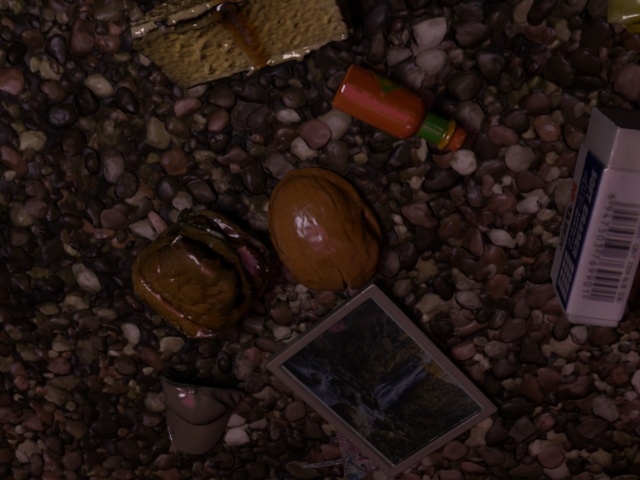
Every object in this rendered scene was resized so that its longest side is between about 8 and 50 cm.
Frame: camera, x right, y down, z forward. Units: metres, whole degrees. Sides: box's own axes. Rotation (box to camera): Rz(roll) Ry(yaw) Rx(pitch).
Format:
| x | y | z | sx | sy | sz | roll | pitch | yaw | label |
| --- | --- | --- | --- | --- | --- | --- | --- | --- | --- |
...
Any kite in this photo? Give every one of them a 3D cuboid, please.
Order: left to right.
| x | y | z | sx | sy | sz | roll | pitch | yaw | label |
| --- | --- | --- | --- | --- | --- | --- | --- | --- | --- |
| 0.038 | 0.391 | 1.250 | 0.153 | 0.005 | 0.137 | -4 | 114 | 9 | kite |

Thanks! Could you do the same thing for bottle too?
| x | y | z | sx | sy | sz | roll | pitch | yaw | label |
| --- | --- | --- | --- | --- | --- | --- | --- | --- | --- |
| 0.112 | -0.175 | 0.961 | 0.187 | 0.069 | 0.069 | 25 | 114 | -6 | bottle |

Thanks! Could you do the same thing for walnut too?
| x | y | z | sx | sy | sz | roll | pitch | yaw | label |
| --- | --- | --- | --- | --- | --- | --- | --- | --- | --- |
| -0.001 | -0.001 | 1.039 | 0.167 | 0.087 | 0.211 | -26 | 108 | 20 | walnut |

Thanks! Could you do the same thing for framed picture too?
| x | y | z | sx | sy | sz | roll | pitch | yaw | label |
| --- | --- | --- | --- | --- | --- | --- | --- | --- | --- |
| 0.103 | 0.239 | 1.153 | 0.240 | 0.020 | 0.324 | -38 | 108 | 18 | framed picture |

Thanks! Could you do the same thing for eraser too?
| x | y | z | sx | sy | sz | roll | pitch | yaw | label |
| --- | --- | --- | --- | --- | --- | --- | --- | --- | --- |
| 0.389 | -0.032 | 0.955 | 0.081 | 0.124 | 0.279 | 7 | 115 | 3 | eraser |

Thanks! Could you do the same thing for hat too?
| x | y | z | sx | sy | sz | roll | pitch | yaw | label |
| --- | --- | --- | --- | --- | --- | --- | --- | --- | --- |
| -0.214 | 0.308 | 1.202 | 0.147 | 0.085 | 0.175 | 13 | 113 | 0 | hat |

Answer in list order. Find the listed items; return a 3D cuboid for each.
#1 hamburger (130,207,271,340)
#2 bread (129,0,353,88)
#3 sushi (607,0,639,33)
| x | y | z | sx | sy | sz | roll | pitch | yaw | label |
| --- | --- | --- | --- | --- | --- | --- | --- | --- | --- |
| -0.185 | 0.057 | 1.068 | 0.183 | 0.130 | 0.206 | 42 | 114 | -8 | hamburger |
| -0.096 | -0.293 | 0.910 | 0.266 | 0.141 | 0.178 | -12 | 152 | 11 | bread |
| 0.392 | -0.347 | 0.729 | 0.285 | 0.328 | 0.328 | -23 | 123 | 31 | sushi |
